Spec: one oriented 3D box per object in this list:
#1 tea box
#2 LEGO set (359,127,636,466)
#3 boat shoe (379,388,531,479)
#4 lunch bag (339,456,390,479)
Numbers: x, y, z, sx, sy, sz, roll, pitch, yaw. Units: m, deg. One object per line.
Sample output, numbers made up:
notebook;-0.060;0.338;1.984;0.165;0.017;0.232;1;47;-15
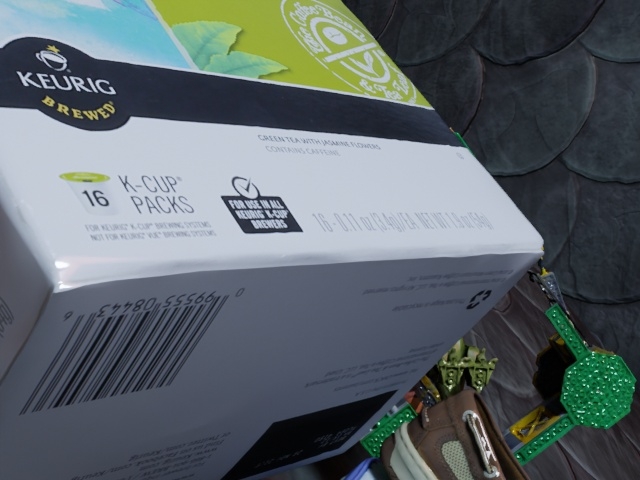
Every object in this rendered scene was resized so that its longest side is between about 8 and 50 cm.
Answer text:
tea box;-0.114;-0.037;0.521;0.329;0.220;0.323;-3;49;-50
LEGO set;0.082;0.067;0.794;0.331;0.255;0.192;45;-2;-8
boat shoe;0.149;0.211;0.612;0.257;0.095;0.095;51;12;15
lunch bag;0.041;0.243;0.600;0.176;0.090;0.219;47;16;11
